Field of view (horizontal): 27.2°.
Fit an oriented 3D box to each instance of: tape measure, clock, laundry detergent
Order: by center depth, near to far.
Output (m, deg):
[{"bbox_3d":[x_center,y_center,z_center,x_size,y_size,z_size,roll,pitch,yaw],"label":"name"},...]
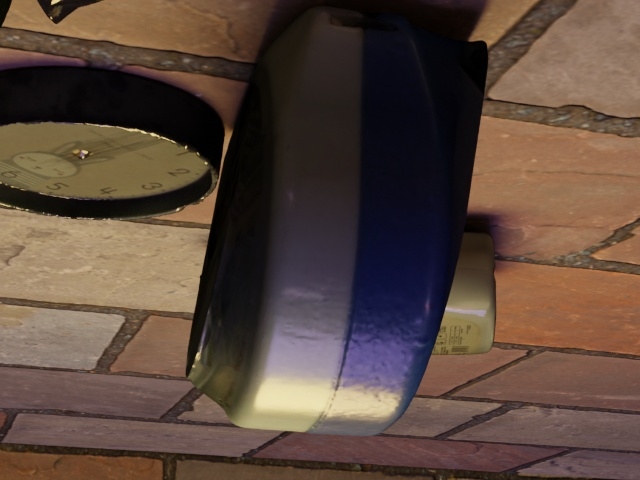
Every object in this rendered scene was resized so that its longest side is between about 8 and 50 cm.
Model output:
[{"bbox_3d":[-0.001,-0.002,0.878,0.138,0.262,0.259,12,158,-6],"label":"tape measure"},{"bbox_3d":[-0.180,-0.067,1.002,0.215,0.042,0.215,1,161,0],"label":"clock"},{"bbox_3d":[0.026,0.057,1.269,0.281,0.105,0.215,-3,163,5],"label":"laundry detergent"}]

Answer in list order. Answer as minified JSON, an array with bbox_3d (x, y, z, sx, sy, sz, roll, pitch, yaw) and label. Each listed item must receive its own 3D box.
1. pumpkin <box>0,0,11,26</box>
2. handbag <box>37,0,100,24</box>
[{"bbox_3d":[-0.237,-0.135,0.665,0.167,0.125,0.167,-9,-175,1],"label":"pumpkin"},{"bbox_3d":[-0.088,-0.167,0.650,0.139,0.072,0.115,-5,158,5],"label":"handbag"}]
